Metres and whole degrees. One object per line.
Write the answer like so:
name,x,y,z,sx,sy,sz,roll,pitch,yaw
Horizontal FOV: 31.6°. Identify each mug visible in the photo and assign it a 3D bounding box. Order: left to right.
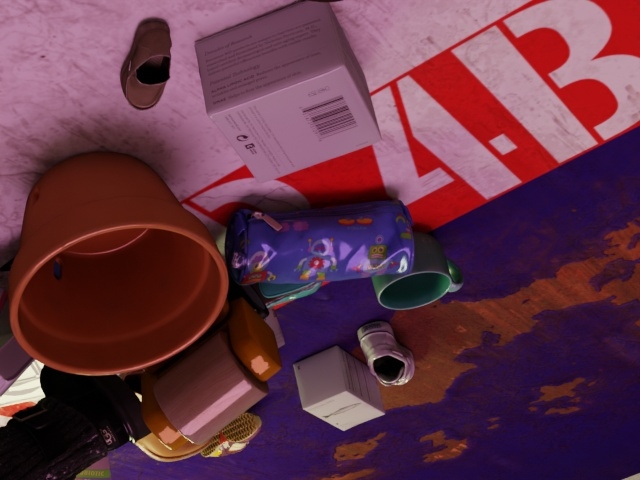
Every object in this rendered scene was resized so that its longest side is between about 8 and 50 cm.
mug,0.155,0.048,1.923,0.129,0.097,0.157,-26,149,20

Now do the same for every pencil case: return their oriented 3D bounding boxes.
pencil case,0.000,0.000,1.765,0.306,0.119,0.133,-3,137,-16

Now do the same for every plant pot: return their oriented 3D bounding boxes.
plant pot,-0.290,0.015,1.556,0.290,0.203,0.291,-13,139,-12

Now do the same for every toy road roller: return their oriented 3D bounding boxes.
toy road roller,-0.215,0.129,1.714,0.202,0.329,0.240,-38,114,6

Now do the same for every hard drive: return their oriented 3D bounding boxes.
hard drive,-0.497,0.213,1.749,0.047,0.233,0.353,43,130,-6

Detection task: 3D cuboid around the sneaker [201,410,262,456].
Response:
sneaker,-0.178,0.414,2.437,0.185,0.070,0.084,-30,155,36

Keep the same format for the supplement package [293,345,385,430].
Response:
supplement package,0.039,0.300,2.286,0.105,0.105,0.179,-25,147,20

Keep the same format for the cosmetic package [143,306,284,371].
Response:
cosmetic package,-0.189,0.188,1.996,0.231,0.086,0.117,-17,178,10

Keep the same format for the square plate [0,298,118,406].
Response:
square plate,-0.544,0.209,1.965,0.344,0.049,0.347,-12,149,-3

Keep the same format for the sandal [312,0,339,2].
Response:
sandal,0.044,-0.328,1.308,0.219,0.060,0.090,-15,159,-26

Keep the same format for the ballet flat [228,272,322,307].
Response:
ballet flat,-0.104,0.086,1.909,0.247,0.083,0.087,-16,168,9

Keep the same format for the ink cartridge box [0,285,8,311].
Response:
ink cartridge box,-0.618,0.202,1.702,0.131,0.226,0.306,31,126,-20

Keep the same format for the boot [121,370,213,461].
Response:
boot,-0.306,0.333,2.230,0.283,0.109,0.220,13,137,-26

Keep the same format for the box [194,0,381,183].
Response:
box,-0.039,-0.188,1.438,0.181,0.119,0.181,-19,149,10

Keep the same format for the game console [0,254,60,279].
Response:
game console,-0.399,0.037,1.710,0.122,0.071,0.107,-32,109,29

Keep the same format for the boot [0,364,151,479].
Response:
boot,-0.439,0.290,1.759,0.260,0.131,0.348,-33,-161,-22

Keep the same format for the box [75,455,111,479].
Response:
box,-0.583,0.513,2.383,0.213,0.117,0.243,6,144,-30

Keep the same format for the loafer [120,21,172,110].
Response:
loafer,-0.216,-0.207,1.405,0.056,0.050,0.148,-3,148,-17

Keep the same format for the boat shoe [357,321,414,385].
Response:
boat shoe,0.133,0.249,2.258,0.095,0.084,0.258,-21,148,12
